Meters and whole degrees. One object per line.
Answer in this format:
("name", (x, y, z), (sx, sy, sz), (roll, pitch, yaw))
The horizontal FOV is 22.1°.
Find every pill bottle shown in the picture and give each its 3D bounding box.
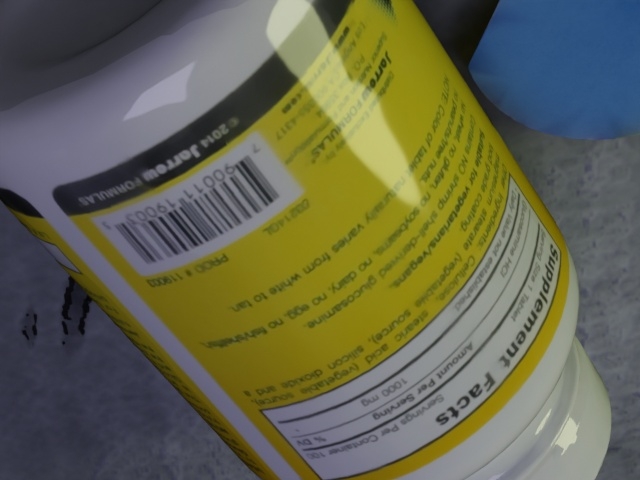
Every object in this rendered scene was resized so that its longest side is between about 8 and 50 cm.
("pill bottle", (0.000, 0.000, 0.739), (0.188, 0.188, 0.334), (-28, 126, 13))

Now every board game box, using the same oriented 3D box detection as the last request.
("board game box", (0.146, -0.122, 0.767), (0.133, 0.033, 0.169), (8, 131, -20))
